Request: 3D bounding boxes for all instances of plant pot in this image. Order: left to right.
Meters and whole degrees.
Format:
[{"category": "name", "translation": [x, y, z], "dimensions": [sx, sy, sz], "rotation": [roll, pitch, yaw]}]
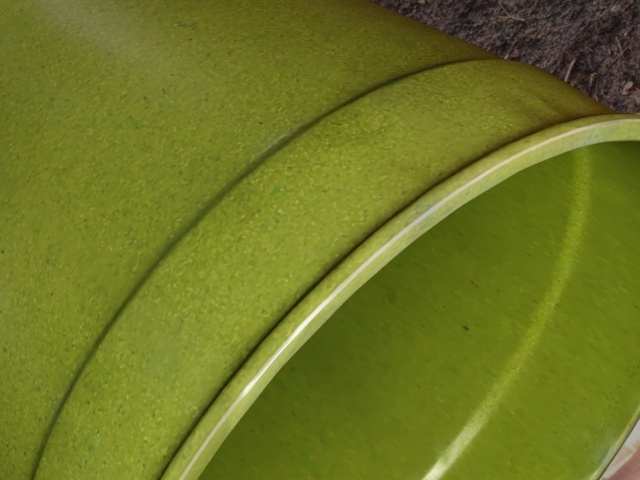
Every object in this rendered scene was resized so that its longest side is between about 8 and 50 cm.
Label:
[{"category": "plant pot", "translation": [-0.061, 0.008, 0.740], "dimensions": [0.353, 0.366, 0.366], "rotation": [41, 7, 31]}]

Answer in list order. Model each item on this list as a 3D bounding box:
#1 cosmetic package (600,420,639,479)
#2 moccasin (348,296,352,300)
[{"category": "cosmetic package", "translation": [0.196, 0.179, 1.123], "dimensions": [0.129, 0.296, 0.153], "rotation": [44, 10, -10]}, {"category": "moccasin", "translation": [0.000, 0.000, 0.935], "dimensions": [0.137, 0.117, 0.342], "rotation": [-40, 98, -37]}]
